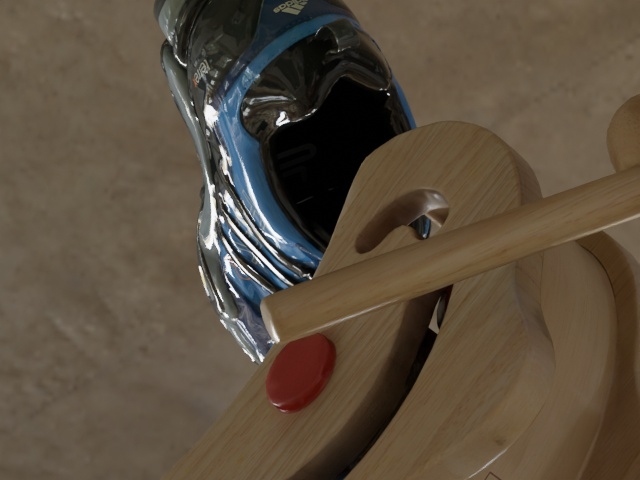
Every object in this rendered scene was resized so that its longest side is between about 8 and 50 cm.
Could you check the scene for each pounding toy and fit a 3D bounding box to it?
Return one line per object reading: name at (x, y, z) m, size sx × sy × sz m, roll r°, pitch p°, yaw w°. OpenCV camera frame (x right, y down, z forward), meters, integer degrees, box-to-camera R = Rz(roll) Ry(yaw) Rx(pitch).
pounding toy at (0.012, 0.032, 0.528) m, size 0.269 × 0.154 × 0.155 m, roll -44°, pitch 121°, yaw 13°

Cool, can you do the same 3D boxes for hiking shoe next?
hiking shoe at (0.000, 0.000, 0.817) m, size 0.113 × 0.132 × 0.304 m, roll -29°, pitch 132°, yaw -10°
